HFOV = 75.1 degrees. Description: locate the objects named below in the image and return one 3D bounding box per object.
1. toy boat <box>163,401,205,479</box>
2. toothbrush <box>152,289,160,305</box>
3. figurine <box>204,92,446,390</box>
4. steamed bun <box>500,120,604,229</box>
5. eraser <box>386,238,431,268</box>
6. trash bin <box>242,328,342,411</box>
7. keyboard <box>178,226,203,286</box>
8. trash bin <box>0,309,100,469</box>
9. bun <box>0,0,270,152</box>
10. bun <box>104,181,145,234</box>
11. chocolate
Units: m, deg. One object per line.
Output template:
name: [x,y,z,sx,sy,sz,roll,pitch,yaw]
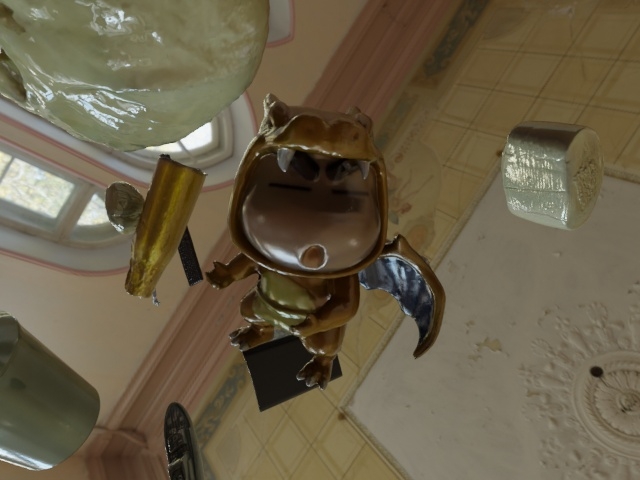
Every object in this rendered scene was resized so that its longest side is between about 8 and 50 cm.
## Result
toy boat: [-0.334,0.497,0.997,0.078,0.085,0.260,-33,-137,-3]
toothbrush: [-0.628,0.203,1.573,0.024,0.026,0.288,-46,176,-28]
figurine: [-0.032,-0.010,0.634,0.401,0.268,0.387,29,-59,45]
steamed bun: [0.547,-0.161,0.987,0.154,0.250,0.200,-25,-152,-23]
eraser: [0.179,0.055,1.225,0.078,0.144,0.343,-46,-138,-15]
trash bin: [-0.074,0.309,1.070,0.115,0.225,0.165,-170,-115,-76]
keyboard: [-0.549,0.063,1.724,0.087,0.017,0.251,-25,-102,24]
trash bin: [-0.777,0.372,1.023,0.280,0.432,0.280,-7,-134,8]
bun: [-0.240,-0.227,0.403,0.364,0.364,0.202,-1,-128,40]
bun: [-0.636,-0.109,1.393,0.102,0.183,0.183,-11,-124,1]
chocolate: [-0.513,-0.040,1.312,0.162,0.162,0.445,18,-93,45]
